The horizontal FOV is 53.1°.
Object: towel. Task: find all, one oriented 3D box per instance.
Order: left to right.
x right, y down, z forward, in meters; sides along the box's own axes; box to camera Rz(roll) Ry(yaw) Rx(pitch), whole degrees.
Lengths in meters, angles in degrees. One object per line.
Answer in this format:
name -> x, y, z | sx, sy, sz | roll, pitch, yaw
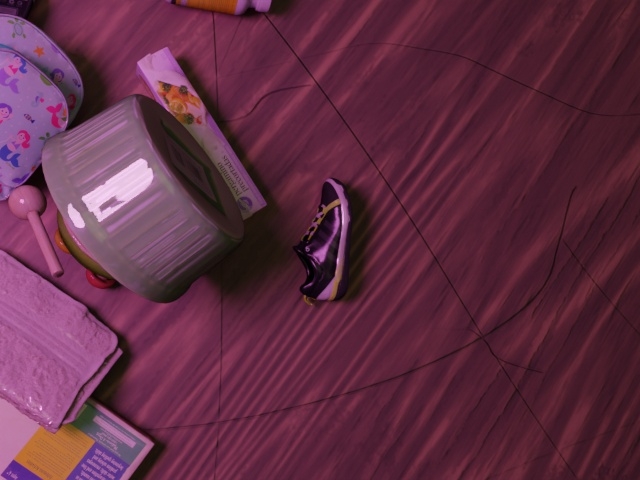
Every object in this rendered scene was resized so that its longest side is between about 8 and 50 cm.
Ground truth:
towel -> -0.460, 0.148, 0.986 | 0.282, 0.049, 0.187 | 38, 43, -11

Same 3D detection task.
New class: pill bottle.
pill bottle -> -0.180, -0.459, 1.137 | 0.184, 0.103, 0.103 | 5, 84, -16

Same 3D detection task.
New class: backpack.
backpack -> -0.493, -0.214, 0.970 | 0.253, 0.191, 0.225 | -57, 135, -18

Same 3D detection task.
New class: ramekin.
ramekin -> -0.248, -0.070, 0.963 | 0.148, 0.303, 0.303 | -34, 96, 8

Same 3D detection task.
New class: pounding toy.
pounding toy -> -0.379, 0.010, 1.021 | 0.110, 0.237, 0.182 | -39, 69, 24

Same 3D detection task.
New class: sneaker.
sneaker -> 0.000, 0.000, 1.161 | 0.097, 0.084, 0.234 | 2, 85, -15

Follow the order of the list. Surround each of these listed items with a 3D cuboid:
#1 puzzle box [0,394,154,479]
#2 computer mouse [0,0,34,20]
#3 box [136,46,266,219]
puzzle box -> -0.507, 0.315, 1.001 | 0.409, 0.052, 0.272 | 39, 75, -10
computer mouse -> -0.480, -0.451, 1.075 | 0.184, 0.060, 0.261 | 2, 76, -16
box -> -0.210, -0.179, 1.124 | 0.063, 0.067, 0.324 | -33, 96, -16
